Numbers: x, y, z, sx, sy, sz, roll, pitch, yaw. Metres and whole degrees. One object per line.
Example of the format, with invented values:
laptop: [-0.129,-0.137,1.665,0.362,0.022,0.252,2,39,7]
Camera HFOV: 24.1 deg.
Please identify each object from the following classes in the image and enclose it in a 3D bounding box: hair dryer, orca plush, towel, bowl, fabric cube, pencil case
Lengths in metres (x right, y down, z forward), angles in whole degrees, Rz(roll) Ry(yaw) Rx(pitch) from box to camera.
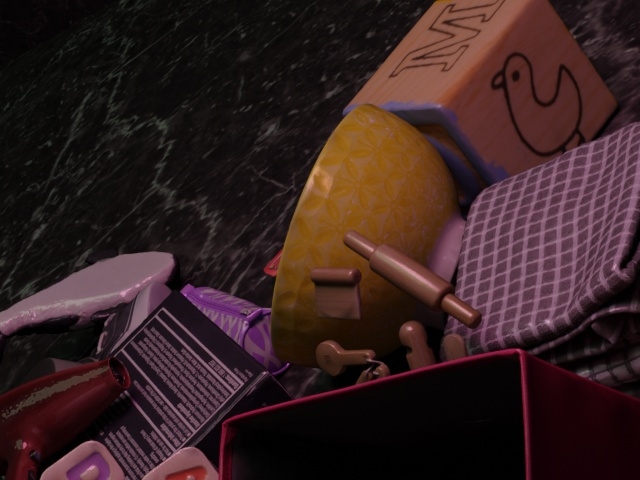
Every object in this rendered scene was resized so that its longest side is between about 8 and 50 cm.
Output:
hair dryer: [-0.287,0.234,1.463,0.223,0.080,0.293,19,69,44]
orca plush: [-0.323,0.110,2.087,0.287,0.102,0.151,-29,39,-16]
towel: [0.242,0.019,1.421,0.235,0.121,0.284,-23,30,34]
bowl: [0.076,0.017,1.569,0.156,0.289,0.289,20,53,15]
fabric cube: [0.108,0.241,0.974,0.254,0.258,0.259,-18,61,38]
pencil case: [-0.103,0.107,1.795,0.086,0.088,0.206,-47,25,-19]

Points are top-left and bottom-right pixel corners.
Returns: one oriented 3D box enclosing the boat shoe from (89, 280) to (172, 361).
boat shoe: [-0.243,0.158,1.884,0.102,0.108,0.301,-32,23,16]

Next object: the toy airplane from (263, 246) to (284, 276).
toy airplane: [0.000,0.000,1.898,0.151,0.028,0.151,-32,27,19]

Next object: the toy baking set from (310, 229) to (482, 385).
toy baking set: [0.086,0.109,1.392,0.256,0.197,0.030,30,37,35]

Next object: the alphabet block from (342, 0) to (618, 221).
alphabet block: [0.181,-0.150,1.708,0.197,0.192,0.193,-51,29,-21]

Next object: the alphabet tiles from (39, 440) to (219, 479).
alphabet tiles: [-0.171,0.324,1.304,0.278,0.284,0.021,-35,-7,-19]

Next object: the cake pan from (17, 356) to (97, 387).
cake pan: [-0.356,0.265,1.802,0.293,0.054,0.293,-50,24,31]

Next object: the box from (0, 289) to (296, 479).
box: [-0.157,0.244,1.524,0.294,0.183,0.296,-43,26,-7]
